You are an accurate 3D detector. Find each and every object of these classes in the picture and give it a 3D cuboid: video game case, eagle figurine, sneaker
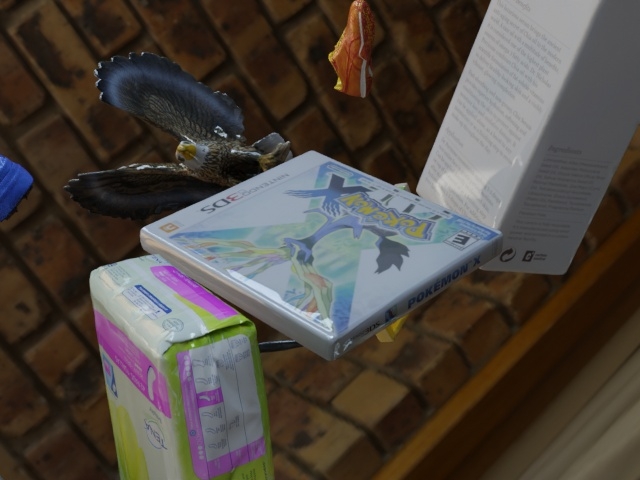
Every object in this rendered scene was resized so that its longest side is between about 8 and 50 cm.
[{"bbox_3d":[0.000,0.000,1.242,0.329,0.300,0.036,27,-49,37],"label":"video game case"},{"bbox_3d":[-0.188,-0.122,1.481,0.298,0.226,0.225,18,-33,15],"label":"eagle figurine"},{"bbox_3d":[0.044,-0.277,1.509,0.067,0.064,0.175,13,-40,8],"label":"sneaker"}]

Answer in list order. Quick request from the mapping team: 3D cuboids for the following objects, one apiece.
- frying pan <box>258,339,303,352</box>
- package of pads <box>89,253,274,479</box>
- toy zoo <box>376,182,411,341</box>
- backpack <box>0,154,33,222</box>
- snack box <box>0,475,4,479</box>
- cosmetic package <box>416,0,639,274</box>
[{"bbox_3d":[-0.206,0.211,1.798,0.197,0.326,0.053,147,-56,-65],"label":"frying pan"},{"bbox_3d":[-0.132,0.185,1.014,0.229,0.101,0.297,27,-52,56],"label":"package of pads"},{"bbox_3d":[0.126,0.049,1.880,0.030,0.293,0.192,-6,-60,33],"label":"toy zoo"},{"bbox_3d":[-0.483,-0.080,1.509,0.101,0.098,0.120,36,-7,-31],"label":"backpack"},{"bbox_3d":[-0.468,0.387,1.414,0.100,0.037,0.141,85,3,-55],"label":"snack box"},{"bbox_3d":[0.319,-0.200,1.458,0.230,0.161,0.453,58,-44,49],"label":"cosmetic package"}]
